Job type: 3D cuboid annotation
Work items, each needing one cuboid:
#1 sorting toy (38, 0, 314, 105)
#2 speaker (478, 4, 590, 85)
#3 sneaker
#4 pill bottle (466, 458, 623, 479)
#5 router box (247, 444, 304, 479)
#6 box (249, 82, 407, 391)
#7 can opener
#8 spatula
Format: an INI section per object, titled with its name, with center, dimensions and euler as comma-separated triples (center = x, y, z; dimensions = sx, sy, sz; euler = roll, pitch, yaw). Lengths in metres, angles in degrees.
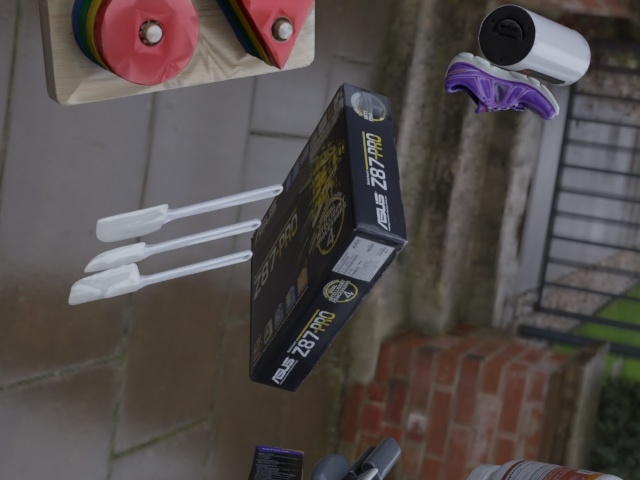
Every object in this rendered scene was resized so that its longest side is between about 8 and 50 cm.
[sorting toy]
center = -0.101, -0.247, 0.976
dimensions = 0.257, 0.089, 0.255
euler = -15, 118, -30
[speaker]
center = 0.194, -0.174, 1.050
dimensions = 0.136, 0.055, 0.055
euler = 1, 99, -58
[sneaker]
center = 0.256, -0.204, 1.659
dimensions = 0.068, 0.170, 0.071
euler = 65, 49, -73
[pill bottle]
center = 0.298, 0.358, 1.553
dimensions = 0.121, 0.216, 0.121
euler = 1, 89, -41
[router box]
center = -0.084, 0.484, 1.680
dimensions = 0.243, 0.081, 0.308
euler = -87, -176, -78
[box]
center = 0.000, 0.000, 1.839
dimensions = 0.318, 0.097, 0.395
euler = -90, -156, -42
[can opener]
center = 0.069, 0.385, 1.988
dimensions = 0.093, 0.074, 0.280
euler = 63, 19, 6
[spatula]
center = -0.164, 0.003, 1.334
dimensions = 0.242, 0.019, 0.168
euler = -15, 147, -35
